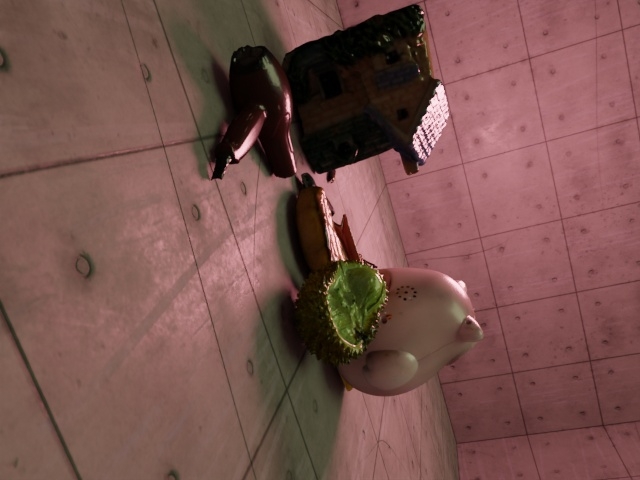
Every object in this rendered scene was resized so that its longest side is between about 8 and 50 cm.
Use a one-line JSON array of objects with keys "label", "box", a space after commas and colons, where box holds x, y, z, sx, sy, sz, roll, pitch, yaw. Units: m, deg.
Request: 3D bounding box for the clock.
[{"label": "clock", "box": [0.205, 0.209, 1.320, 0.368, 0.377, 0.250, -79, 147, -65]}]

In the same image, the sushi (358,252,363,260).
[{"label": "sushi", "box": [0.117, 0.079, 1.709, 0.060, 0.061, 0.118, 100, -20, -62]}]

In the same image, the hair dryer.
[{"label": "hair dryer", "box": [-0.137, -0.189, 1.025, 0.340, 0.123, 0.312, -72, 157, -44]}]

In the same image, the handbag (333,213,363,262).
[{"label": "handbag", "box": [0.074, 0.008, 1.508, 0.212, 0.059, 0.157, 38, 32, -87]}]

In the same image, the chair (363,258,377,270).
[{"label": "chair", "box": [0.230, 0.224, 1.765, 0.170, 0.326, 0.160, -54, 168, -12]}]

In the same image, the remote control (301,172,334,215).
[{"label": "remote control", "box": [-0.007, -0.123, 1.462, 0.072, 0.042, 0.222, 66, 7, 27]}]

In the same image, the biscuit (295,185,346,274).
[{"label": "biscuit", "box": [-0.001, 0.000, 1.300, 0.213, 0.091, 0.274, -58, 134, -73]}]

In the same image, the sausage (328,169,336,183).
[{"label": "sausage", "box": [0.045, -0.256, 1.817, 0.198, 0.025, 0.028, -79, 149, -56]}]

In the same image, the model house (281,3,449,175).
[{"label": "model house", "box": [0.155, -0.386, 1.524, 0.395, 0.445, 0.400, -1, 78, -76]}]

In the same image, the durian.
[{"label": "durian", "box": [0.039, 0.158, 1.111, 0.200, 0.176, 0.237, 29, 44, -5]}]
